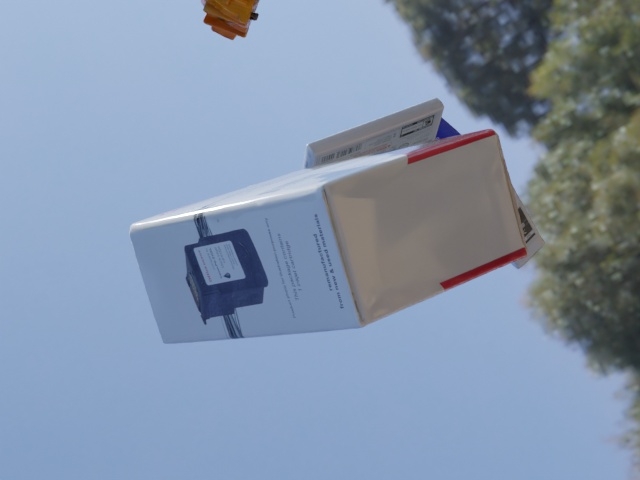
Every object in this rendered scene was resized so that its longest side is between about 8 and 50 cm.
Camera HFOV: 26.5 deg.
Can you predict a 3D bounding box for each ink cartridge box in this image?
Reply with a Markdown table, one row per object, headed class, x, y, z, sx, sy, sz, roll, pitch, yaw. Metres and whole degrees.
| class | x | y | z | sx | sy | sz | roll | pitch | yaw |
| --- | --- | --- | --- | --- | --- | --- | --- | --- | --- |
| ink cartridge box | 0.000 | 0.000 | 0.988 | 0.172 | 0.237 | 0.100 | -20 | -83 | -39 |
| ink cartridge box | 0.208 | -0.079 | 1.894 | 0.165 | 0.065 | 0.333 | 46 | -179 | 27 |

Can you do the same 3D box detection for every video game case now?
| class | x | y | z | sx | sy | sz | roll | pitch | yaw |
| --- | --- | --- | --- | --- | --- | --- | --- | --- | --- |
| video game case | 0.049 | -0.079 | 1.437 | 0.157 | 0.143 | 0.019 | -21 | -118 | -20 |

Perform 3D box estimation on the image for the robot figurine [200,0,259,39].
| class | x | y | z | sx | sy | sz | roll | pitch | yaw |
| --- | --- | --- | --- | --- | --- | --- | --- | --- | --- |
| robot figurine | -0.082 | -0.329 | 1.152 | 0.211 | 0.085 | 0.291 | 20 | -101 | -3 |
